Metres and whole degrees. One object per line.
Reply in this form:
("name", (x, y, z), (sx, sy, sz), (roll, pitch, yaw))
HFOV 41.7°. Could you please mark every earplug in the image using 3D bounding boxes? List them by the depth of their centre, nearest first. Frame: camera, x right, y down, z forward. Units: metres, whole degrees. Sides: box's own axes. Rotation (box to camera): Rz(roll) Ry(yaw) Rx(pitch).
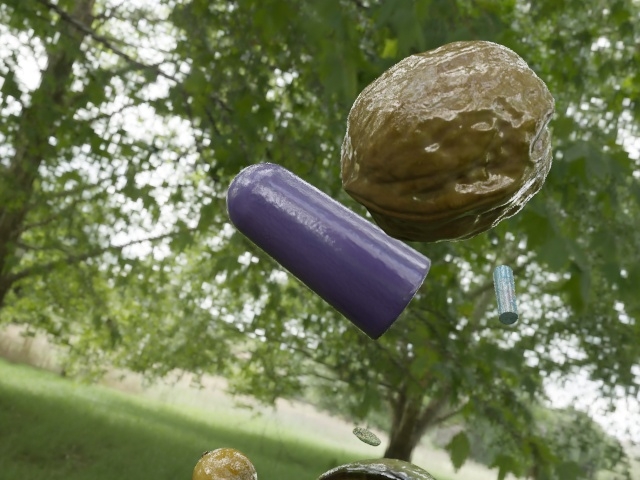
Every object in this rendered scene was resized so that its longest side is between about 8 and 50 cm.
("earplug", (0.000, 0.000, 1.800), (0.455, 0.215, 0.215), (36, -12, 0))

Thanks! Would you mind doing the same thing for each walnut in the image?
("walnut", (0.194, -0.146, 1.324), (0.343, 0.306, 0.306), (-23, -12, -4))

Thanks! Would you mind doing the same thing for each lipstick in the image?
("lipstick", (0.439, 0.128, 1.989), (0.048, 0.158, 0.048), (3, -50, 3))

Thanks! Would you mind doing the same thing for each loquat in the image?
("loquat", (-0.218, 0.549, 1.916), (0.163, 0.137, 0.163), (31, 12, -7))

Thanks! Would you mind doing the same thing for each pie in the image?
("pie", (0.119, 0.505, 2.165), (0.085, 0.017, 0.085), (24, 4, -2))

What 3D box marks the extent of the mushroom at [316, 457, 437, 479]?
("mushroom", (0.154, 0.427, 1.144), (0.217, 0.292, 0.211), (-31, -25, 32))
